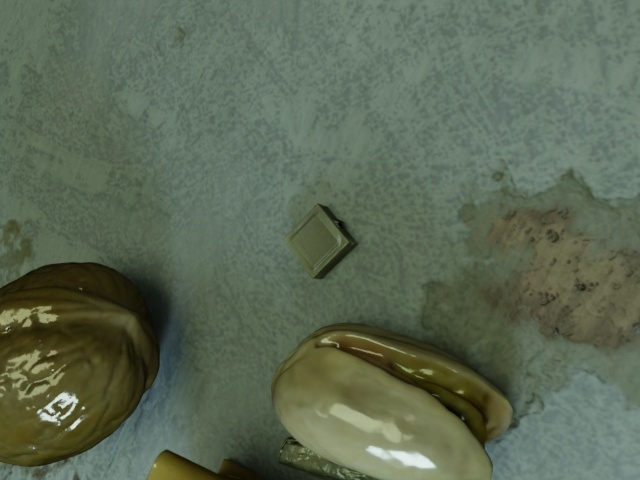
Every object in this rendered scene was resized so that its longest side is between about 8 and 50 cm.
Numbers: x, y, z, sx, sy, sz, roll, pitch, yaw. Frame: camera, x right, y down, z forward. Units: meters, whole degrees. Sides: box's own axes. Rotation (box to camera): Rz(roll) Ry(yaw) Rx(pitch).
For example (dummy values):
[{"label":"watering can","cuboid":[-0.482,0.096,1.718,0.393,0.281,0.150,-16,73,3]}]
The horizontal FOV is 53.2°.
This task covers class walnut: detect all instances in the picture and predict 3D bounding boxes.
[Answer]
[{"label":"walnut","cuboid":[-0.403,0.182,0.984,0.332,0.333,0.333,-2,85,26]}]

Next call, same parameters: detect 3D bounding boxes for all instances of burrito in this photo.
[{"label":"burrito","cuboid":[0.028,0.306,0.885,0.188,0.045,0.058,3,71,28]}]

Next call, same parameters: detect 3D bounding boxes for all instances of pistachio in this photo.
[{"label":"pistachio","cuboid":[0.077,0.211,0.802,0.299,0.187,0.188,20,95,20]}]

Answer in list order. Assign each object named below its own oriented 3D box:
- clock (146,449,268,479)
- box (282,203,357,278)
[{"label":"clock","cuboid":[-0.071,0.413,0.825,0.317,0.244,0.200,9,75,24]},{"label":"box","cuboid":[0.000,0.000,0.929,0.083,0.035,0.079,-44,69,16]}]
